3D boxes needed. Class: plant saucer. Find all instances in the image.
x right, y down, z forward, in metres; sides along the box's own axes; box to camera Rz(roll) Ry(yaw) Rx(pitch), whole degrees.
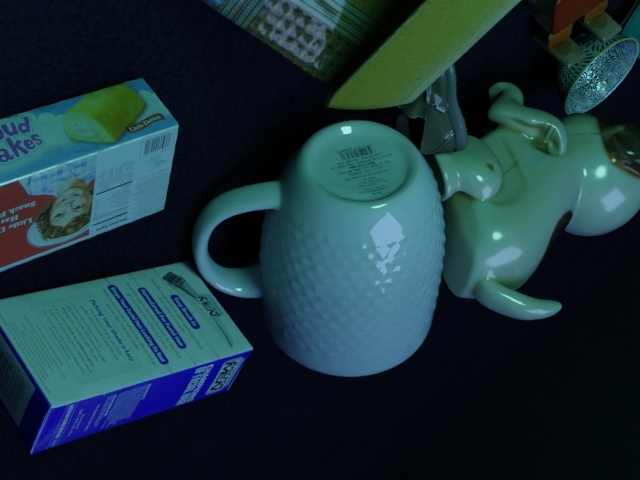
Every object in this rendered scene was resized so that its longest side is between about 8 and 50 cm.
[{"bbox_3d":[0.175,-0.302,1.241,0.333,0.081,0.332,-40,-166,43],"label":"plant saucer"}]

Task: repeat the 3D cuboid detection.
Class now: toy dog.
[{"bbox_3d":[0.349,-0.086,1.771,0.408,0.395,0.284,-19,138,-23],"label":"toy dog"}]

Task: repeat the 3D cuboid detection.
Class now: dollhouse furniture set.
[{"bbox_3d":[0.451,-0.406,1.662,0.259,0.135,0.262,-36,155,-9],"label":"dollhouse furniture set"}]

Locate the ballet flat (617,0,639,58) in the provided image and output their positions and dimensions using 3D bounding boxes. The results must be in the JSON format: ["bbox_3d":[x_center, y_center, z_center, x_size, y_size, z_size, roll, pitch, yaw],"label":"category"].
[{"bbox_3d":[0.616,-0.456,1.878,0.106,0.107,0.316,-43,170,-48],"label":"ballet flat"}]

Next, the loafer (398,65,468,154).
[{"bbox_3d":[0.141,-0.214,1.540,0.087,0.094,0.251,-26,127,-4],"label":"loafer"}]

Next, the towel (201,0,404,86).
[{"bbox_3d":[0.030,-0.364,1.136,0.271,0.040,0.370,31,113,-30],"label":"towel"}]

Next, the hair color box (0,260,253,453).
[{"bbox_3d":[-0.282,0.150,1.500,0.339,0.185,0.110,-13,144,-44],"label":"hair color box"}]

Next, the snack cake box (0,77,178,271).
[{"bbox_3d":[-0.300,-0.069,1.231,0.264,0.089,0.152,-23,152,-32],"label":"snack cake box"}]

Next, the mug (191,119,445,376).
[{"bbox_3d":[0.000,0.000,1.599,0.374,0.276,0.328,-3,140,-6],"label":"mug"}]

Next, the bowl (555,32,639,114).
[{"bbox_3d":[0.465,-0.308,1.907,0.170,0.080,0.170,-31,153,-18],"label":"bowl"}]
